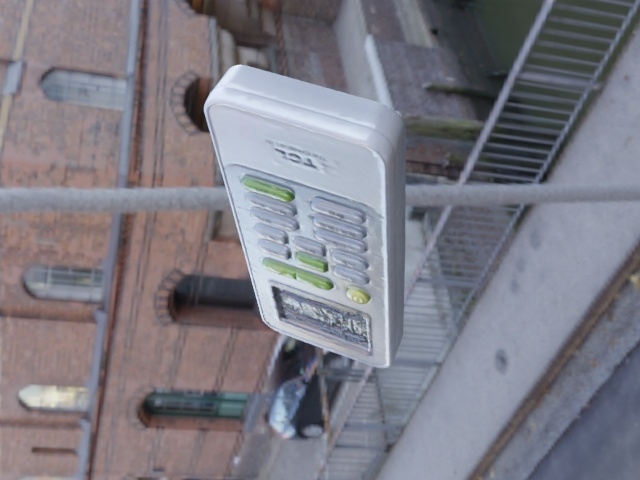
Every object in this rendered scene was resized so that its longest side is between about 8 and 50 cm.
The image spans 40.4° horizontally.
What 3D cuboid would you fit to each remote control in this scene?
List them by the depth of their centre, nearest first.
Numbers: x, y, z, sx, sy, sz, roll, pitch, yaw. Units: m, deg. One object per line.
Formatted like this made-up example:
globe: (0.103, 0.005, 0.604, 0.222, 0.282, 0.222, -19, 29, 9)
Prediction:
remote control: (0.000, 0.000, 0.519, 0.250, 0.103, 0.034, 83, -151, -58)
